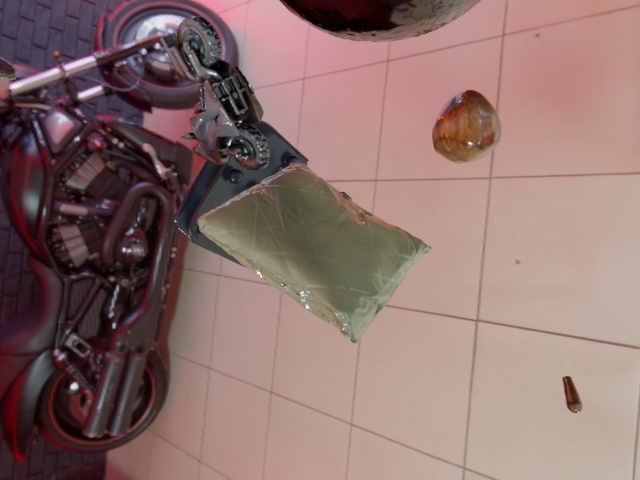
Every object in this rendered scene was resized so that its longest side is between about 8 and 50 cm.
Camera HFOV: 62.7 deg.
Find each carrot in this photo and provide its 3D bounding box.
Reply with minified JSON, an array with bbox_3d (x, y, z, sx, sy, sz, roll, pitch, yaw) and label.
[{"bbox_3d":[0.528,0.325,1.106,0.032,0.093,0.032,5,119,10],"label":"carrot"}]

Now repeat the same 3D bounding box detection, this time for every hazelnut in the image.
[{"bbox_3d":[0.409,-0.318,1.473,0.214,0.176,0.214,180,90,-69],"label":"hazelnut"}]

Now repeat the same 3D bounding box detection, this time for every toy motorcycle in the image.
[{"bbox_3d":[-0.149,-0.191,0.722,0.122,0.082,0.213,-7,118,34],"label":"toy motorcycle"}]

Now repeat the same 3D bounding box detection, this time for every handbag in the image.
[{"bbox_3d":[-0.167,-0.108,1.263,0.118,0.269,0.325,28,88,40],"label":"handbag"}]

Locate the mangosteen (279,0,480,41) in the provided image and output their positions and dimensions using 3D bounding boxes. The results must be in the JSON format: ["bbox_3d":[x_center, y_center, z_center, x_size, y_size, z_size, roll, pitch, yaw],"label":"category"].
[{"bbox_3d":[0.077,-0.343,0.447,0.360,0.306,0.306,-28,58,-7],"label":"mangosteen"}]

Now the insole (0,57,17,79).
[{"bbox_3d":[-0.450,-0.245,0.612,0.004,0.197,0.065,-53,13,26],"label":"insole"}]

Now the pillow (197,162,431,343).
[{"bbox_3d":[0.001,0.001,0.797,0.281,0.274,0.076,34,128,13],"label":"pillow"}]
